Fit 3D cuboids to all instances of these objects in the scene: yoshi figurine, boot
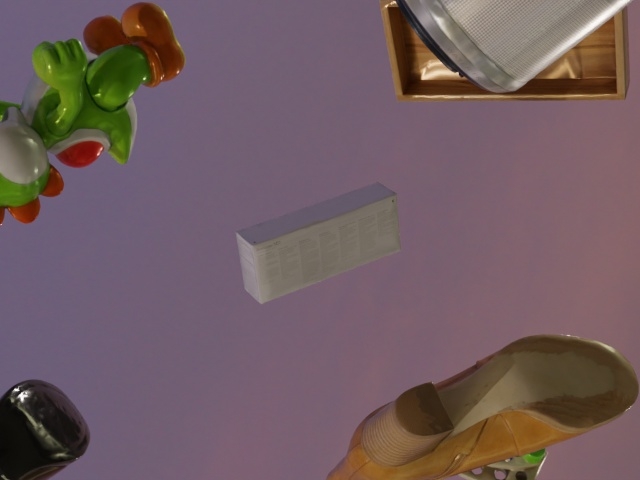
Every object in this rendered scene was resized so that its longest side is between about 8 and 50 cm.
[{"bbox_3d":[-0.351,-0.173,1.249,0.362,0.203,0.203,-45,-23,-30],"label":"yoshi figurine"},{"bbox_3d":[0.159,0.191,1.092,0.295,0.211,0.104,-8,-116,-22],"label":"boot"},{"bbox_3d":[-0.367,0.264,0.994,0.096,0.280,0.264,50,-163,-9],"label":"boot"}]

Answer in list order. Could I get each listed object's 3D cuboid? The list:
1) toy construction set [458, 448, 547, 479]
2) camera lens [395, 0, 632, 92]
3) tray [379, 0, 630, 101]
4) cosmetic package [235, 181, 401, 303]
[{"bbox_3d":[0.201,0.377,1.440,0.327,0.215,0.151,-58,-16,-15],"label":"toy construction set"},{"bbox_3d":[0.222,-0.307,1.105,0.219,0.274,0.219,39,-152,-26],"label":"camera lens"},{"bbox_3d":[0.322,-0.349,1.844,0.076,0.411,0.203,-61,-34,-47],"label":"tray"},{"bbox_3d":[0.000,0.000,1.530,0.239,0.060,0.099,-20,-56,-23],"label":"cosmetic package"}]
